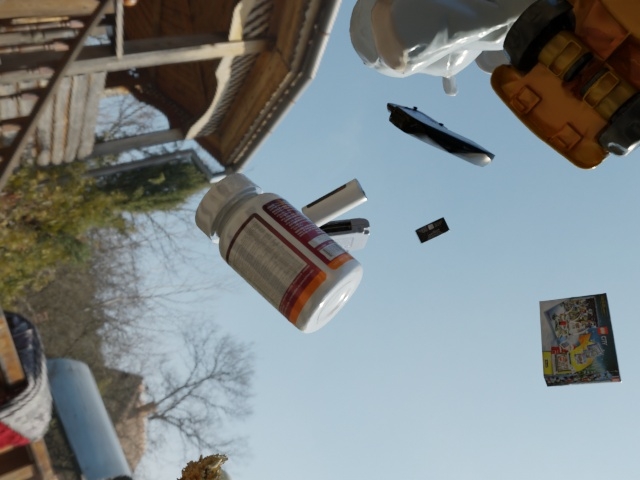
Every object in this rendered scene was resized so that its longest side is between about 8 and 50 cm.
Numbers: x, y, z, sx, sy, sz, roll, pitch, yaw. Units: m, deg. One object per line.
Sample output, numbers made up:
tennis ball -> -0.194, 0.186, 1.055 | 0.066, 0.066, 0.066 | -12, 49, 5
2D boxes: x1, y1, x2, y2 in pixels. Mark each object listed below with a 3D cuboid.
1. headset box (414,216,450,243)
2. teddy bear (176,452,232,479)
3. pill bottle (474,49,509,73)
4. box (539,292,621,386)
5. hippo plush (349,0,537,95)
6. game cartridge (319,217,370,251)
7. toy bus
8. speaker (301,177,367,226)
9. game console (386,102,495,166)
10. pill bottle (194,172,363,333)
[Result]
headset box -> 0.224, -0.020, 1.182 | 0.032, 0.062, 0.083 | 65, 6, 5
teddy bear -> -0.172, 0.332, 0.483 | 0.338, 0.113, 0.245 | -52, -160, 15
pill bottle -> 0.457, -0.519, 1.574 | 0.180, 0.107, 0.108 | -80, 170, -61
box -> 0.610, 0.233, 1.392 | 0.159, 0.233, 0.044 | -11, -51, 26
hippo plush -> 0.149, -0.294, 0.668 | 0.236, 0.294, 0.235 | -143, -131, -80
game cartridge -> 0.000, 0.000, 1.840 | 0.196, 0.294, 0.060 | 96, -14, -66
toy bus -> 0.290, -0.185, 0.527 | 0.149, 0.211, 0.220 | 49, -58, 16
speaker -> 0.031, -0.078, 1.249 | 0.055, 0.136, 0.055 | 58, 12, -20
game console -> 0.235, -0.266, 1.345 | 0.044, 0.213, 0.361 | -64, -157, 18
pill bottle -> -0.060, 0.012, 0.795 | 0.221, 0.121, 0.121 | 40, -39, 18
